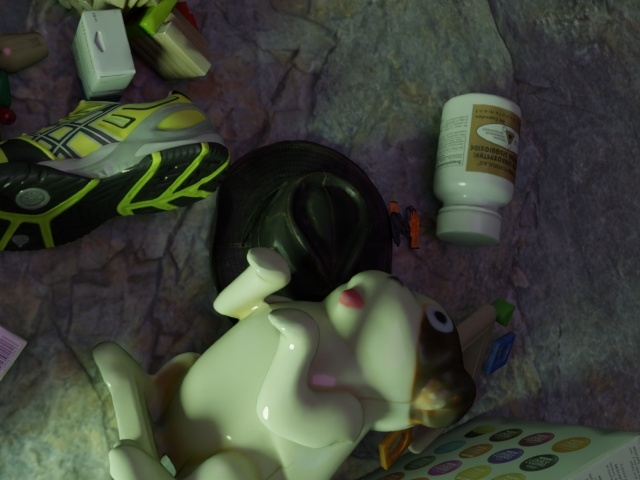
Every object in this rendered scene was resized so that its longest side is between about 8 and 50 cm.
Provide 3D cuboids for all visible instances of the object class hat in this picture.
[{"bbox_3d":[0.000,0.000,1.058,0.331,0.134,0.331,4,80,-25],"label":"hat"}]

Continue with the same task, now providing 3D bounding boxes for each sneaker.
[{"bbox_3d":[-0.319,-0.097,0.945,0.385,0.145,0.147,-13,57,-23],"label":"sneaker"}]

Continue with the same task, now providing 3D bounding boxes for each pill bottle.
[{"bbox_3d":[0.253,-0.112,1.191,0.131,0.131,0.229,14,77,-22],"label":"pill bottle"}]

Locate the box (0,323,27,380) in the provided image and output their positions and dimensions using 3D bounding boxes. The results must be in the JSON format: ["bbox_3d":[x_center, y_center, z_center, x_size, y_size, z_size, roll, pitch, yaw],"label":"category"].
[{"bbox_3d":[-0.465,0.238,0.844,0.067,0.063,0.324,35,69,-14],"label":"box"}]

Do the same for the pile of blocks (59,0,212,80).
[{"bbox_3d":[-0.286,-0.362,0.971,0.362,0.149,0.112,33,70,-17],"label":"pile of blocks"}]

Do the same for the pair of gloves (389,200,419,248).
[{"bbox_3d":[0.137,-0.024,1.173,0.083,0.010,0.074,8,75,-50],"label":"pair of gloves"}]

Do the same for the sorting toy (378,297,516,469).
[{"bbox_3d":[0.190,0.206,1.110,0.348,0.047,0.196,-30,135,-38],"label":"sorting toy"}]

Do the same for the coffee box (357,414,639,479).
[{"bbox_3d":[0.253,0.466,0.989,0.334,0.338,0.338,-19,90,-26],"label":"coffee box"}]

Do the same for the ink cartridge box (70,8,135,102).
[{"bbox_3d":[-0.290,-0.240,0.964,0.052,0.122,0.088,-13,88,-26],"label":"ink cartridge box"}]

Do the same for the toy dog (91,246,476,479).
[{"bbox_3d":[-0.012,0.201,0.896,0.408,0.284,0.395,-31,114,-5],"label":"toy dog"}]

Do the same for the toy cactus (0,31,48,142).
[{"bbox_3d":[-0.435,-0.232,0.919,0.180,0.112,0.219,-32,87,-35],"label":"toy cactus"}]
